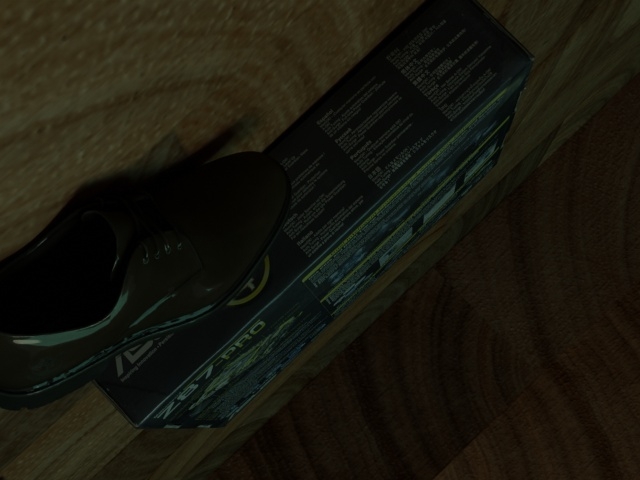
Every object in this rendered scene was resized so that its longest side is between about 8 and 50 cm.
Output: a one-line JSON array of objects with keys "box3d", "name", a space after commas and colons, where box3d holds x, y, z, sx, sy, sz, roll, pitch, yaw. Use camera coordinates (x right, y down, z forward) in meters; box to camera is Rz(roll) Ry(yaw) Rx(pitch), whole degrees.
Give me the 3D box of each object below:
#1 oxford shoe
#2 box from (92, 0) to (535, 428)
[{"box3d": [-0.098, 0.008, 0.568, 0.227, 0.083, 0.096, -39, 164, -29], "name": "oxford shoe"}, {"box3d": [0.000, 0.000, 0.853, 0.395, 0.097, 0.318, -43, 171, -2], "name": "box"}]
